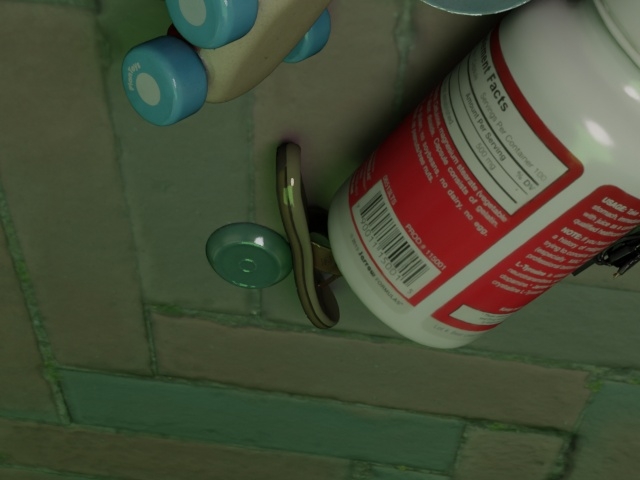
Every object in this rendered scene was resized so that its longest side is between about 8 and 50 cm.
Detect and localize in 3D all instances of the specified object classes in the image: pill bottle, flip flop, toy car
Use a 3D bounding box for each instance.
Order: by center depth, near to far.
[{"bbox_3d":[-0.108,-0.263,0.750,0.238,0.219,0.210,50,139,3],"label":"toy car"},{"bbox_3d":[0.207,-0.084,0.825,0.229,0.229,0.407,30,131,-19],"label":"pill bottle"},{"bbox_3d":[0.000,0.000,1.035,0.080,0.112,0.277,-11,127,-1],"label":"flip flop"}]

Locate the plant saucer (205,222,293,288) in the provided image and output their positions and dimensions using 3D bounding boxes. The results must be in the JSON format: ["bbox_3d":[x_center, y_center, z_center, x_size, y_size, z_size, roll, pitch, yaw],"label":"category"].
[{"bbox_3d":[-0.095,0.027,1.121,0.119,0.021,0.119,4,134,4],"label":"plant saucer"}]

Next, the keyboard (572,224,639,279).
[{"bbox_3d":[0.366,-0.063,0.849,0.033,0.201,0.317,43,126,-5],"label":"keyboard"}]

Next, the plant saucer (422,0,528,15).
[{"bbox_3d":[0.133,-0.293,0.728,0.194,0.037,0.195,0,101,-1],"label":"plant saucer"}]
